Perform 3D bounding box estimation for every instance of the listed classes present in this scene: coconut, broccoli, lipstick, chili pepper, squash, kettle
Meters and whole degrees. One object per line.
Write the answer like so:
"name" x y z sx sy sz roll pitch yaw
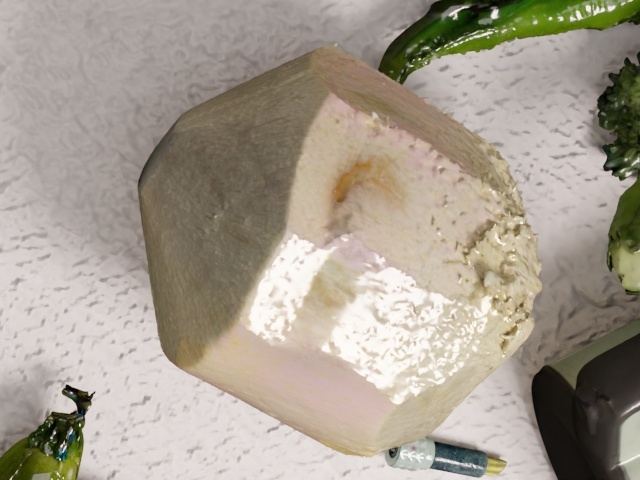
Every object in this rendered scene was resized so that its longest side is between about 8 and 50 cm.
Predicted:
"coconut" 0.000 0.000 1.490 0.309 0.297 0.297 28 92 -23
"broccoli" 0.330 -0.041 1.595 0.198 0.177 0.275 29 49 -21
"lipstick" 0.117 0.199 1.695 0.116 0.037 0.037 15 96 -21
"chili pepper" 0.211 -0.192 1.625 0.359 0.076 0.085 -16 139 -9
"squash" -0.275 0.272 1.578 0.087 0.087 0.331 23 95 -18
"kettle" 0.391 0.118 1.602 0.377 0.361 0.250 -24 65 -6
